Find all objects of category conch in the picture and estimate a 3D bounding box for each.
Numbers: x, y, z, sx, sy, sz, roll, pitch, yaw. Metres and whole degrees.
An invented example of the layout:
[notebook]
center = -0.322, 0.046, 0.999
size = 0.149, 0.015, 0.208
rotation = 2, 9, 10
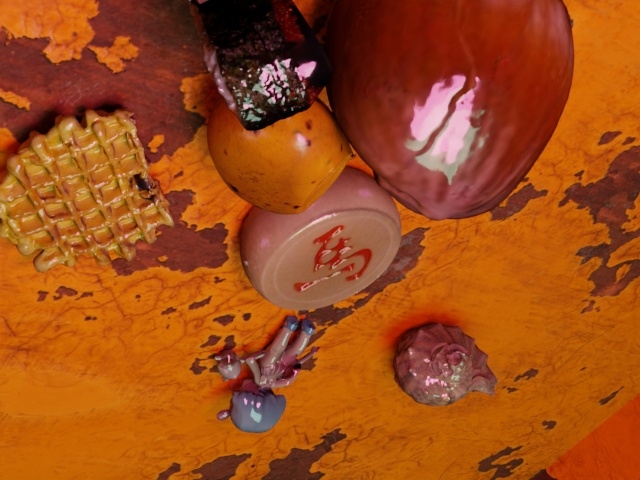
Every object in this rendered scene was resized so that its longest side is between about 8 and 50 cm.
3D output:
[conch]
center = 0.237, 0.241, 2.199
size = 0.210, 0.159, 0.291
rotation = -5, 179, -16

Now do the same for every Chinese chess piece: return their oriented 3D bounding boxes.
[Chinese chess piece]
center = 0.000, 0.000, 1.775
size = 0.273, 0.102, 0.273
rotation = -17, 144, -13

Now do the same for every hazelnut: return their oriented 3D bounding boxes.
[hazelnut]
center = 0.163, -0.206, 1.426
size = 0.315, 0.372, 0.372
rotation = -8, 164, 44

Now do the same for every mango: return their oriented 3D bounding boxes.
[mango]
center = -0.059, -0.133, 1.464
size = 0.160, 0.191, 0.290
rotation = -50, -178, -10

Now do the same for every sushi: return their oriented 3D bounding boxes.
[sushi]
center = -0.079, -0.234, 1.314
size = 0.126, 0.225, 0.136
rotation = -29, 136, 1

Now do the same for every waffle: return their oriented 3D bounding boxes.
[waffle]
center = -0.315, -0.067, 1.522
size = 0.283, 0.065, 0.309
rotation = 11, 134, -39

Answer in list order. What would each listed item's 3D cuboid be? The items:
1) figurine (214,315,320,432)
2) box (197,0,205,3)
[figurine]
center = -0.105, 0.251, 2.030
size = 0.205, 0.103, 0.260
rotation = 9, 122, -42
[box]
center = -0.089, -0.401, 1.217
size = 0.215, 0.086, 0.215
rotation = -26, 145, -1
